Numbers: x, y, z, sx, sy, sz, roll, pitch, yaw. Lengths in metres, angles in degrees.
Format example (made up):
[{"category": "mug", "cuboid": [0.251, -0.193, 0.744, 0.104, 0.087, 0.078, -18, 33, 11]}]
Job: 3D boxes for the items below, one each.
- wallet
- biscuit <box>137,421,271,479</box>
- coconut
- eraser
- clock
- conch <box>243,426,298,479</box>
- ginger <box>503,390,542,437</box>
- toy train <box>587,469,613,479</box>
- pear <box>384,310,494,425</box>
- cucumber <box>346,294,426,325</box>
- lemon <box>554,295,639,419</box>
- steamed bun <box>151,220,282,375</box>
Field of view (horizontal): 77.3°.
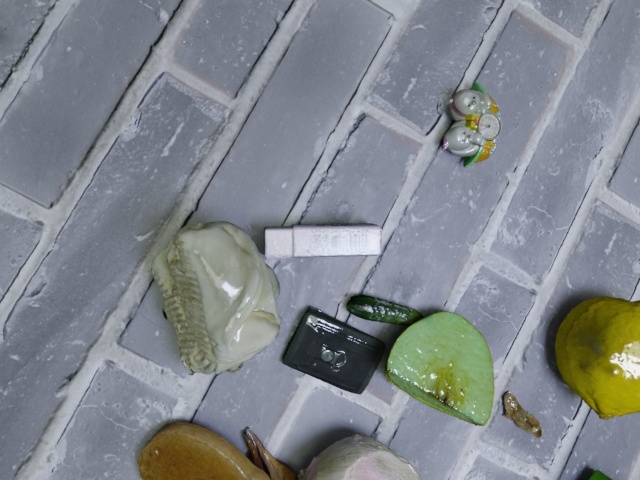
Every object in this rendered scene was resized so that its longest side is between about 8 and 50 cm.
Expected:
[{"category": "wallet", "cuboid": [0.040, 0.295, 1.053, 0.245, 0.052, 0.168, 26, 89, -8]}, {"category": "biscuit", "cuboid": [-0.291, 0.609, 0.975, 0.344, 0.057, 0.287, 28, 98, 8]}, {"category": "coconut", "cuboid": [0.074, 0.612, 0.926, 0.255, 0.297, 0.297, 39, 85, -3]}, {"category": "eraser", "cuboid": [0.000, 0.000, 1.013, 0.287, 0.130, 0.086, -1, 92, -9]}, {"category": "clock", "cuboid": [0.405, -0.313, 1.083, 0.144, 0.103, 0.230, 8, 89, -15]}, {"category": "conch", "cuboid": [-0.128, 0.590, 1.008, 0.233, 0.086, 0.080, 38, 109, 2]}, {"category": "ginger", "cuboid": [0.557, 0.488, 1.115, 0.137, 0.044, 0.057, 47, 113, 2]}, {"category": "toy train", "cuboid": [0.820, 0.759, 1.036, 0.307, 0.249, 0.173, 42, 87, -4]}, {"category": "pear", "cuboid": [0.311, 0.306, 1.048, 0.288, 0.139, 0.239, 31, 70, -1]}, {"category": "cucumber", "cuboid": [0.179, 0.191, 1.062, 0.228, 0.069, 0.069, 14, 87, -9]}, {"category": "lemon", "cuboid": [0.760, 0.297, 1.038, 0.268, 0.268, 0.321, 31, 85, -5]}, {"category": "steamed bun", "cuboid": [-0.212, 0.120, 0.921, 0.238, 0.394, 0.347, -19, 47, -38]}]
